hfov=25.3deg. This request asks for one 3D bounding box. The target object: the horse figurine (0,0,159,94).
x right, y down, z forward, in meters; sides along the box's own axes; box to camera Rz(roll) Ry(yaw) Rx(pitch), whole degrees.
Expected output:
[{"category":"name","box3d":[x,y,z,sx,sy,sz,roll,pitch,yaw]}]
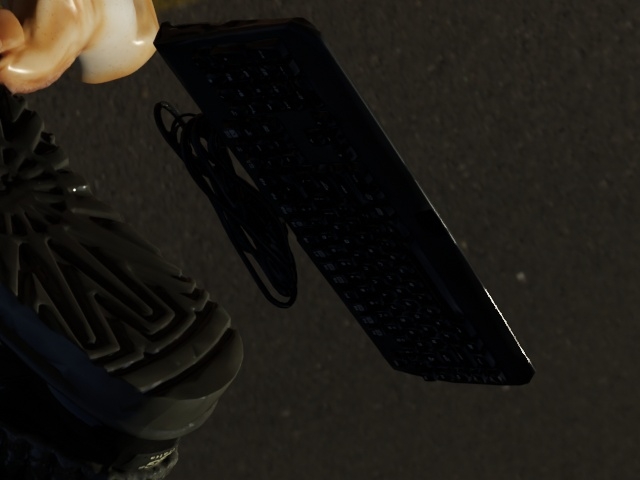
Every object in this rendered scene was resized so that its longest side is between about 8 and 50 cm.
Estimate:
[{"category":"horse figurine","box3d":[-0.148,-0.152,0.819,0.066,0.174,0.263,-21,172,8]}]

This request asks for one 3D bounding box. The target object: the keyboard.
[{"category":"keyboard","box3d":[0.000,0.000,0.529,0.038,0.100,0.192,-57,130,-28]}]

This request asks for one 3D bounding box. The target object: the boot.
[{"category":"boot","box3d":[-0.225,0.062,0.830,0.131,0.348,0.260,-26,156,-50]}]
